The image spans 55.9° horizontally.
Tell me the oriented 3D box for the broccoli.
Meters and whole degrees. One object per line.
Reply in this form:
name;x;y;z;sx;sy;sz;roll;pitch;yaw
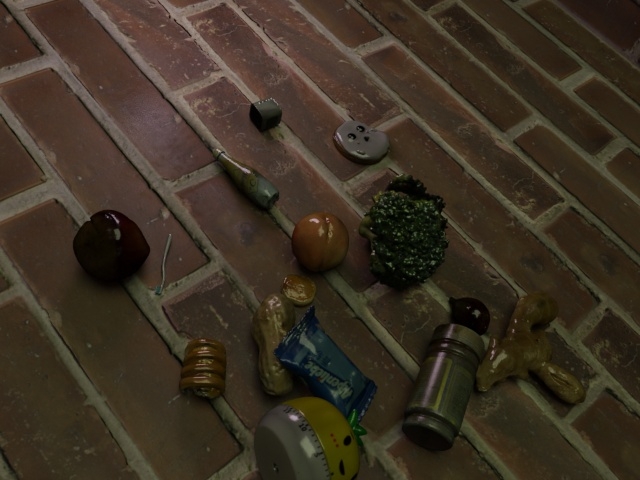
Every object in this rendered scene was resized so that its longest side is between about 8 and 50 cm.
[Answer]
broccoli;0.254;-0.029;1.844;0.334;0.324;0.272;-22;55;-38

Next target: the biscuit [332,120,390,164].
biscuit;0.148;-0.360;2.177;0.208;0.049;0.181;27;54;2

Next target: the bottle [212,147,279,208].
bottle;-0.249;-0.207;1.954;0.270;0.083;0.083;39;57;16

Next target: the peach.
peach;0.000;0.000;1.827;0.184;0.184;0.184;7;56;-10

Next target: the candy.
candy;0.026;0.350;1.607;0.331;0.077;0.187;49;55;-14

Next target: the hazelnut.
hazelnut;-0.572;0.013;1.680;0.208;0.208;0.208;7;56;-10

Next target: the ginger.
ginger;0.613;0.307;1.819;0.348;0.122;0.363;8;66;-20

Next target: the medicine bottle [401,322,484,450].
medicine bottle;0.340;0.401;1.665;0.151;0.151;0.322;27;55;4

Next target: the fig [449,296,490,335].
fig;0.447;0.224;1.848;0.155;0.103;0.109;33;93;45

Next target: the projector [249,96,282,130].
projector;-0.193;-0.445;2.121;0.082;0.083;0.083;-26;67;-27

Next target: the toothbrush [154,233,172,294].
toothbrush;-0.454;0.068;1.760;0.022;0.017;0.204;21;53;-25

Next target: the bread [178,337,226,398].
bread;-0.307;0.335;1.585;0.119;0.084;0.177;6;52;-12

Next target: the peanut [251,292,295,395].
peanut;-0.122;0.280;1.642;0.130;0.130;0.290;0;57;-14

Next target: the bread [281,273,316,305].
bread;-0.065;0.147;1.804;0.110;0.024;0.110;6;57;-10

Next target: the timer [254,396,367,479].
timer;0.003;0.496;1.460;0.285;0.285;0.285;7;56;-10
